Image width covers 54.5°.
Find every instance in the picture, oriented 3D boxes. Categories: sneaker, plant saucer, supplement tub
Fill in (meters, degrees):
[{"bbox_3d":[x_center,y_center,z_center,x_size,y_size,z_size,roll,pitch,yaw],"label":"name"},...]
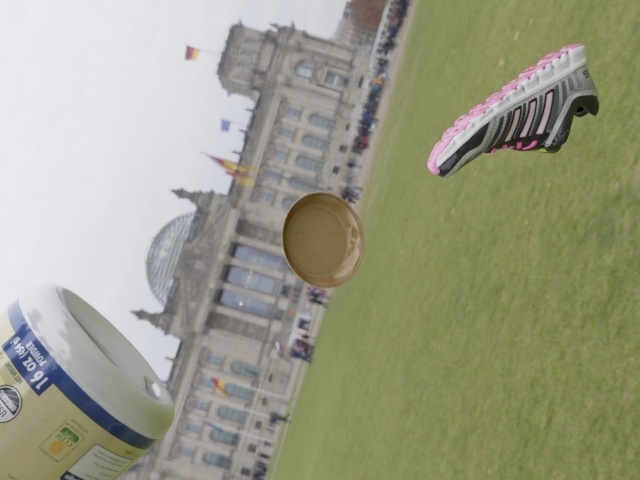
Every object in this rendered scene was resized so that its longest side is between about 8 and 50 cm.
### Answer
[{"bbox_3d":[0.175,-0.098,0.545,0.170,0.074,0.063,-36,8,-4],"label":"sneaker"},{"bbox_3d":[0.000,0.000,0.537,0.015,0.083,0.083,-10,59,58],"label":"plant saucer"},{"bbox_3d":[-0.348,0.226,0.686,0.316,0.228,0.228,-43,-7,-11],"label":"supplement tub"}]
